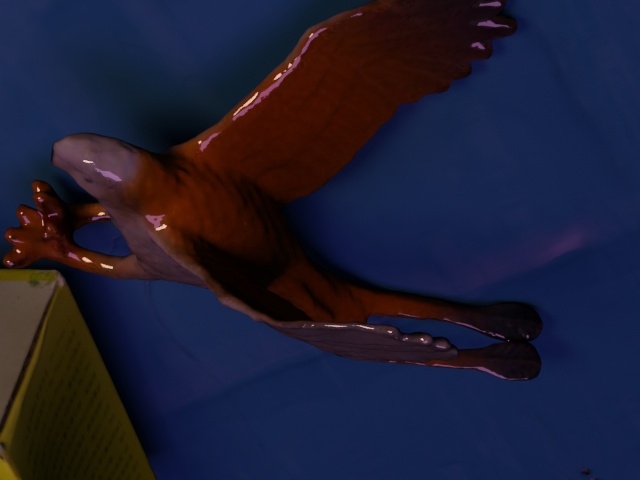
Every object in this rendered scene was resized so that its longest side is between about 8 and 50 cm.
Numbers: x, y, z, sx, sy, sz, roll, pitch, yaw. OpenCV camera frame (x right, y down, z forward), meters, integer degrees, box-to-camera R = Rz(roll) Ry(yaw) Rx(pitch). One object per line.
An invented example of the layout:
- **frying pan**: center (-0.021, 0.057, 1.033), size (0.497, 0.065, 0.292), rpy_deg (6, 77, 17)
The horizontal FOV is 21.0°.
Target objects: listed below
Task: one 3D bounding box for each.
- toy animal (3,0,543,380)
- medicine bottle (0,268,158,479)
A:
- **toy animal**: center (-0.024, -0.002, 1.021), size (0.302, 0.225, 0.284), rpy_deg (3, 156, 10)
- **medicine bottle**: center (-0.204, 0.143, 1.087), size (0.137, 0.141, 0.250), rpy_deg (-1, 138, 15)
